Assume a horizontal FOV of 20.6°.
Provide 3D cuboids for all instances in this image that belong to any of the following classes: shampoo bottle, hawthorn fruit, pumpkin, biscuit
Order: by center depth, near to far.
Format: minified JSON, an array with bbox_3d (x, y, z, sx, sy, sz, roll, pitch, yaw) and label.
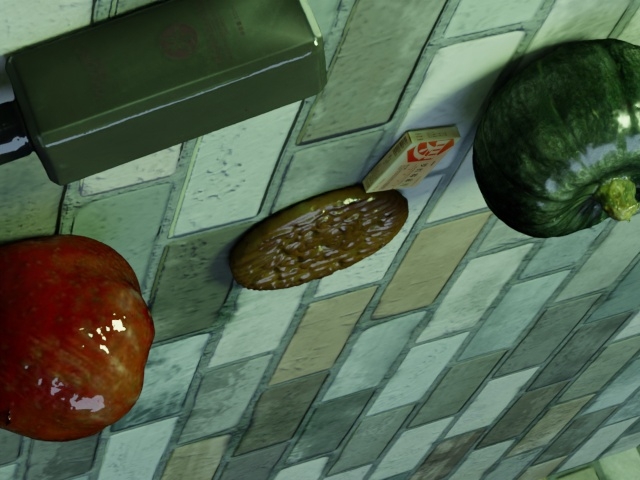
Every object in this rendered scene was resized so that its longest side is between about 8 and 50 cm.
[{"bbox_3d":[-0.122,-0.112,1.235,0.246,0.080,0.079,-21,158,-6],"label":"shampoo bottle"},{"bbox_3d":[-0.244,0.084,1.479,0.202,0.185,0.185,6,148,-26],"label":"hawthorn fruit"},{"bbox_3d":[0.239,-0.085,1.567,0.212,0.152,0.211,-6,151,-4],"label":"pumpkin"},{"bbox_3d":[0.001,0.001,1.724,0.188,0.027,0.188,-19,159,-8],"label":"biscuit"}]

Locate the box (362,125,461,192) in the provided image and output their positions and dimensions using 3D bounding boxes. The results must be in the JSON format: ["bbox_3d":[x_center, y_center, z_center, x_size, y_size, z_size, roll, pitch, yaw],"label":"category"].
[{"bbox_3d":[0.084,-0.075,1.634,0.058,0.015,0.093,-7,156,-32],"label":"box"}]
